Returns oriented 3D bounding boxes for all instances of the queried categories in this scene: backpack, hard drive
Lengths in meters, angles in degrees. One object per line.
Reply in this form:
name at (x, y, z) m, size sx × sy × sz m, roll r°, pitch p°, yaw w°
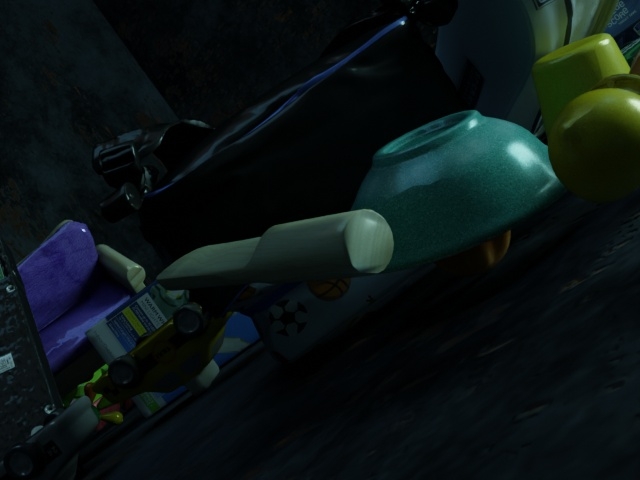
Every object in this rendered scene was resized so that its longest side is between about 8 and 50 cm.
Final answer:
backpack at (-0.011, -0.038, 0.698) m, size 0.276 × 0.213 × 0.263 m, roll -30°, pitch 9°, yaw -8°
hard drive at (-0.442, 0.172, 1.049) m, size 0.236 × 0.339 × 0.064 m, roll -24°, pitch -30°, yaw -10°

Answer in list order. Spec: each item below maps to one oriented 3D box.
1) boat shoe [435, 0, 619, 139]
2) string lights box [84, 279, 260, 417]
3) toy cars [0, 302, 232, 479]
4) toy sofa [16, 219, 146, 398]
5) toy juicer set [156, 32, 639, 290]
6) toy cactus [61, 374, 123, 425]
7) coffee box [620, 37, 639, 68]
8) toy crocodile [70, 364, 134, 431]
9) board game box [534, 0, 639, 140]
boat shoe at (0.170, -0.151, 0.751) m, size 0.156 × 0.136 × 0.367 m, roll -32°, pitch -17°, yaw -12°
string lights box at (-0.142, 0.086, 1.097) m, size 0.259 × 0.133 × 0.077 m, roll -36°, pitch 1°, yaw 9°
toy cars at (-0.216, 0.182, 0.914) m, size 0.393 × 0.087 × 0.176 m, roll -41°, pitch 4°, yaw -29°
toy sofa at (-0.394, 0.145, 1.176) m, size 0.362 × 0.177 × 0.150 m, roll -39°, pitch 29°, yaw -18°
toy juicer set at (0.086, -0.018, 0.474) m, size 0.328 × 0.090 × 0.209 m, roll -28°, pitch 12°, yaw -14°
toy cactus at (-0.370, 0.282, 1.279) m, size 0.219 × 0.112 × 0.181 m, roll -41°, pitch -14°, yaw -42°
coffee box at (0.295, -0.162, 0.770) m, size 0.113 × 0.040 × 0.184 m, roll -36°, pitch 1°, yaw -15°
toy crocodile at (-0.340, 0.240, 1.475) m, size 0.340 × 0.105 × 0.115 m, roll -37°, pitch -38°, yaw -55°
board game box at (0.276, -0.180, 0.926) m, size 0.201 × 0.035 × 0.136 m, roll -35°, pitch -22°, yaw 26°
